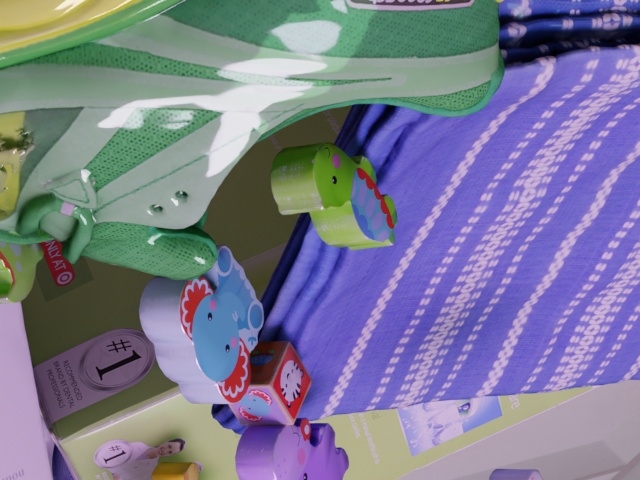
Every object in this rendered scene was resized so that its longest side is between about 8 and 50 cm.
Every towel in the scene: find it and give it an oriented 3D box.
[{"bbox_3d":[0.141,-0.004,0.726,0.336,0.040,0.243,-4,146,-24],"label":"towel"}]

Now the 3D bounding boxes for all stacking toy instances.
[{"bbox_3d":[-0.027,0.057,0.672,0.167,0.052,0.221,-5,132,31],"label":"stacking toy"}]

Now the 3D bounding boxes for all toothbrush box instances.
[{"bbox_3d":[0.000,0.000,0.872,0.283,0.206,0.122,-25,135,-5],"label":"toothbrush box"}]

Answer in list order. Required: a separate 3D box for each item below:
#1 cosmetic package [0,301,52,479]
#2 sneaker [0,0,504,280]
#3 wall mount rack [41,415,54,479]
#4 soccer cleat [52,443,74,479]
[{"bbox_3d":[-0.234,0.063,0.712,0.224,0.138,0.224,-23,117,-36],"label":"cosmetic package"},{"bbox_3d":[-0.085,-0.031,0.536,0.295,0.109,0.123,-17,118,16],"label":"sneaker"},{"bbox_3d":[-0.255,0.130,1.011,0.350,0.130,0.304,-24,155,-6],"label":"wall mount rack"},{"bbox_3d":[-0.040,0.057,1.039,0.289,0.093,0.121,-40,159,-38],"label":"soccer cleat"}]
